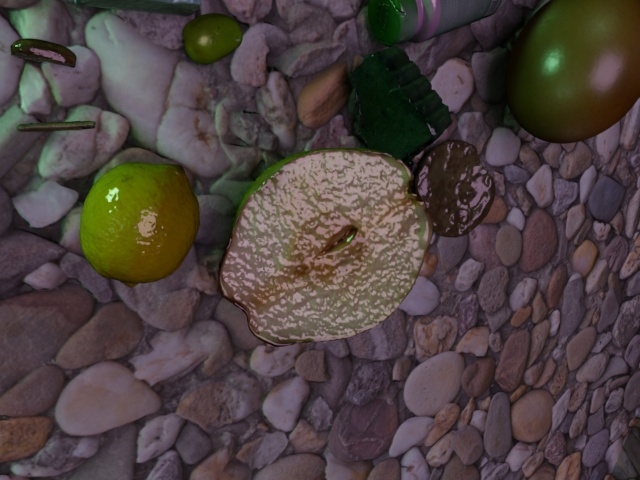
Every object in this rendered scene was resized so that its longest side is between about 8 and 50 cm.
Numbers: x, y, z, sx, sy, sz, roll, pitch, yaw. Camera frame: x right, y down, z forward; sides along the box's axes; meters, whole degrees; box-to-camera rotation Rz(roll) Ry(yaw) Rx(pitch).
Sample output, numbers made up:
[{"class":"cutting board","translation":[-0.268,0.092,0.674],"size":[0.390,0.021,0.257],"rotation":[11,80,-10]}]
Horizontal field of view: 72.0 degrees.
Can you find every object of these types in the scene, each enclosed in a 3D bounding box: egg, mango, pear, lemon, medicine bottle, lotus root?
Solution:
[{"class":"egg","translation":[0.564,-0.387,0.970],"size":[0.282,0.282,0.351],"rotation":[25,89,-30]},{"class":"mango","translation":[-0.178,-0.338,0.734],"size":[0.108,0.056,0.073],"rotation":[-28,119,-32]},{"class":"pear","translation":[0.000,0.000,0.826],"size":[0.386,0.191,0.340],"rotation":[-31,108,-2]},{"class":"lemon","translation":[-0.282,-0.027,0.694],"size":[0.180,0.181,0.193],"rotation":[4,124,-28]},{"class":"medicine bottle","translation":[0.229,-0.473,0.861],"size":[0.274,0.133,0.133],"rotation":[-28,114,-20]},{"class":"lotus root","translation":[-0.403,-0.276,0.641],"size":[0.083,0.037,0.030],"rotation":[1,99,-27]}]

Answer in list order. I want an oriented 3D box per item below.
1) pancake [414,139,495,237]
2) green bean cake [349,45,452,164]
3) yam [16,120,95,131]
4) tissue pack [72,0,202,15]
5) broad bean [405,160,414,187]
[{"class":"pancake","translation":[0.318,-0.122,1.052],"size":[0.236,0.042,0.222],"rotation":[26,95,-27]},{"class":"green bean cake","translation":[0.134,-0.253,0.874],"size":[0.107,0.193,0.208],"rotation":[-41,95,-33]},{"class":"yam","translation":[-0.406,-0.176,0.680],"size":[0.107,0.014,0.014],"rotation":[-10,108,-25]},{"class":"tissue pack","translation":[-0.275,-0.477,0.626],"size":[0.177,0.089,0.263],"rotation":[-10,108,-27]},{"class":"broad bean","translation":[0.118,-0.046,0.957],"size":[0.077,0.061,0.339],"rotation":[35,86,-41]}]
